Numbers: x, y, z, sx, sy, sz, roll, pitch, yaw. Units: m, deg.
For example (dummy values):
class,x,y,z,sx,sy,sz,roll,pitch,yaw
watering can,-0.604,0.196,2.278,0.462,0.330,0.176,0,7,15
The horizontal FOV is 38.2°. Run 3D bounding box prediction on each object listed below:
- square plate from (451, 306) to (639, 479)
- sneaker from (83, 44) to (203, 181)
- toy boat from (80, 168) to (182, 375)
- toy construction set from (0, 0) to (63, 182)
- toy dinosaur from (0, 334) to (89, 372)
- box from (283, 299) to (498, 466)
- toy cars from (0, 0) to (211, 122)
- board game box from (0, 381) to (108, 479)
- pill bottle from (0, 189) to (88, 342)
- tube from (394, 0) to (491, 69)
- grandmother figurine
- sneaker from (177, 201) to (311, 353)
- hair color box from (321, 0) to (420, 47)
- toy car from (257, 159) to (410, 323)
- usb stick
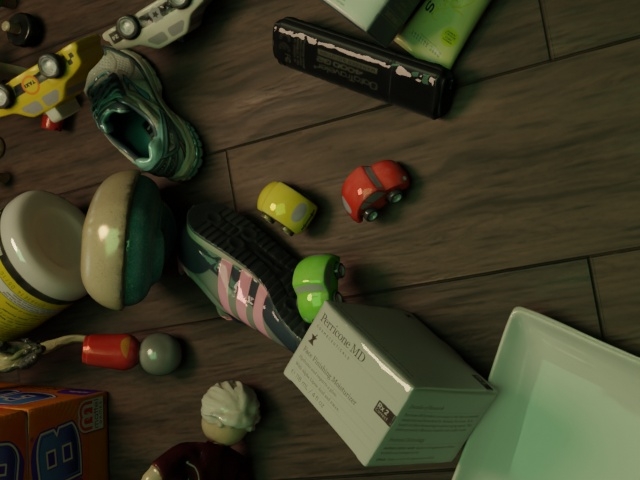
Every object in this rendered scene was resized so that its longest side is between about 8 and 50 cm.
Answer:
class,x,y,z,sx,sy,sz,roll,pitch,yaw
square plate,0.339,0.299,1.117,0.344,0.049,0.347,22,102,26
sneaker,-0.296,-0.207,1.407,0.283,0.122,0.110,46,111,20
toy boat,-0.271,0.055,1.371,0.148,0.267,0.318,5,112,-8
toy construction set,-0.580,-0.228,1.494,0.257,0.237,0.308,40,109,22
toy dinosaur,-0.471,0.178,1.454,0.268,0.118,0.064,-14,72,1
box,0.087,0.177,1.153,0.181,0.182,0.119,43,111,40
toy cars,-0.302,-0.269,1.346,0.087,0.394,0.176,60,160,-14
board game box,-0.582,0.427,1.445,0.357,0.356,0.356,-1,91,28
pill bottle,-0.527,0.073,1.501,0.334,0.188,0.187,-31,77,25
tube,0.192,-0.327,1.179,0.240,0.062,0.070,-55,29,27
grandmother figurine,-0.180,0.365,1.332,0.104,0.208,0.342,16,81,43
sneaker,-0.082,0.086,1.326,0.319,0.112,0.131,44,133,19
hair color box,0.111,-0.453,1.150,0.185,0.113,0.374,39,102,14
toy car,0.000,0.000,1.248,0.239,0.053,0.224,-8,64,29
usb stick,0.054,-0.237,1.255,0.278,0.045,0.077,24,133,26
